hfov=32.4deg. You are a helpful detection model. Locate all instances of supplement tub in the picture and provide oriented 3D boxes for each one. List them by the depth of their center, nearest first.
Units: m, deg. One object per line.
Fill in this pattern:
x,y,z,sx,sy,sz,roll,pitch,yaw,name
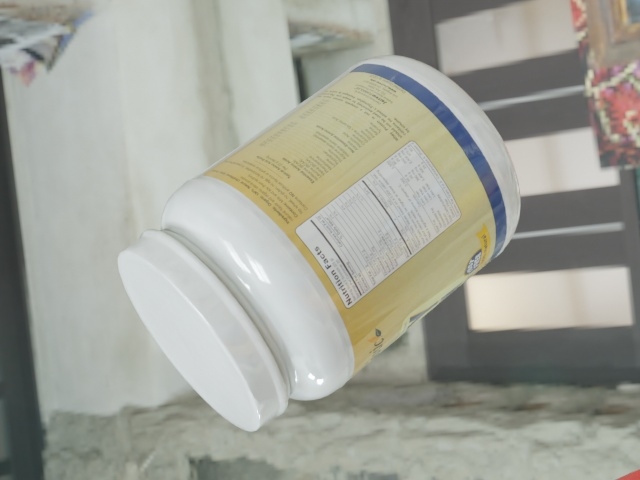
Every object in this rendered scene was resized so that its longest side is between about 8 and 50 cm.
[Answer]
0.000,0.000,0.997,0.316,0.228,0.228,-37,-167,-22,supplement tub

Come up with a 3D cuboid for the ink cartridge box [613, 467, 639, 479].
0.219,0.333,0.875,0.261,0.296,0.066,-23,138,-5,ink cartridge box
